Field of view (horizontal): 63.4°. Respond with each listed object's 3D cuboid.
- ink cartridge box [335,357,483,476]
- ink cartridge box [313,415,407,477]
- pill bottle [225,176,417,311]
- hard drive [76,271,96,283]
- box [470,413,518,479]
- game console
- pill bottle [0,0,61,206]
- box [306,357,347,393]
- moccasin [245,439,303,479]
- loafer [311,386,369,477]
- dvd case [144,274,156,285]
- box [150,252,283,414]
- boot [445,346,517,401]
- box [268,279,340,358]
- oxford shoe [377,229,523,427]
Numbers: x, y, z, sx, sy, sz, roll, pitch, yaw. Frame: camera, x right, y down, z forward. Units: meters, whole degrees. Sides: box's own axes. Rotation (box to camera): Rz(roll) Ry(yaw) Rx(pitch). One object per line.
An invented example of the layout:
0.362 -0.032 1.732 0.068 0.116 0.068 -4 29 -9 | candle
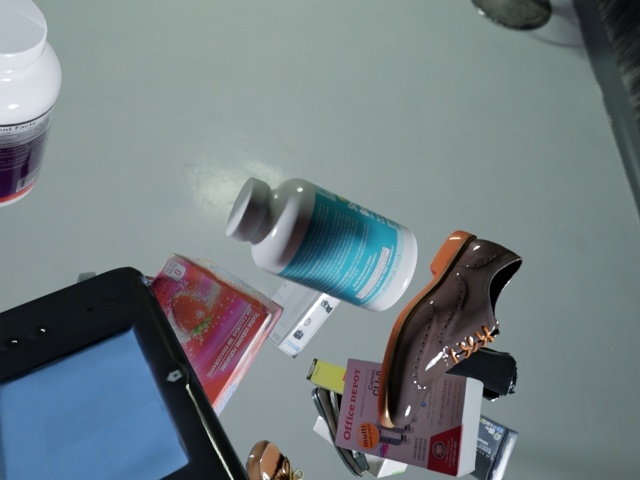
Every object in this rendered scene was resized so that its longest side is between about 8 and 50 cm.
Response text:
0.130 0.250 0.750 0.176 0.127 0.128 2 75 28 | ink cartridge box
0.145 0.636 1.691 0.273 0.198 0.114 24 89 37 | ink cartridge box
0.000 0.000 0.767 0.264 0.146 0.146 23 61 -21 | pill bottle
-0.734 0.193 1.592 0.054 0.255 0.171 18 93 -28 | hard drive
0.510 0.661 1.685 0.059 0.233 0.183 27 82 -23 | box
-0.258 0.187 0.406 0.342 0.060 0.386 -27 42 -18 | game console
-0.470 -0.191 0.715 0.182 0.323 0.181 18 54 -26 | pill bottle
0.088 0.348 1.236 0.233 0.087 0.058 13 68 25 | box
-0.106 0.736 1.522 0.147 0.379 0.139 -3 25 31 | moccasin
0.068 0.517 1.440 0.084 0.096 0.267 -36 70 14 | loafer
-0.423 0.156 1.331 0.087 0.013 0.119 13 92 -1 | dvd case
-0.189 0.179 0.664 0.142 0.154 0.299 32 87 5 | box
0.256 0.227 1.002 0.207 0.246 0.094 19 87 7 | boot
-0.053 0.184 1.548 0.290 0.087 0.169 -52 42 -9 | box
0.156 0.108 0.625 0.099 0.097 0.271 19 69 33 | oxford shoe
